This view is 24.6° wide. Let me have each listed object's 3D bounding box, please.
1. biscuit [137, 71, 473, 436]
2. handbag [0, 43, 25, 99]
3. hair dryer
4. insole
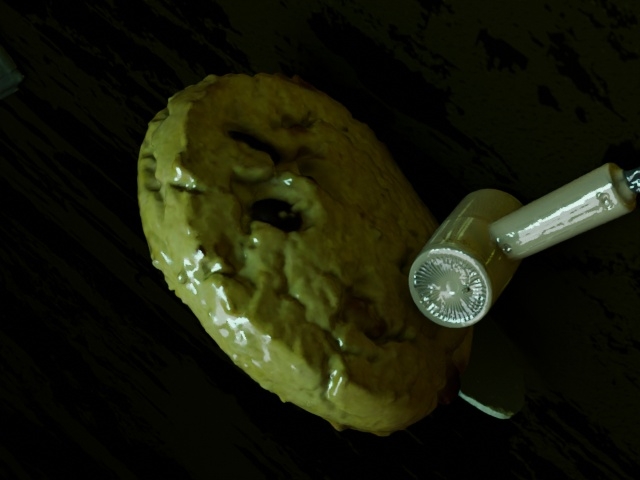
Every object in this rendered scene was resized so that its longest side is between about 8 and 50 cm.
[{"bbox_3d":[0.001,-0.001,1.040,0.296,0.296,0.075,48,125,1],"label":"biscuit"},{"bbox_3d":[-0.434,-0.230,1.520,0.223,0.080,0.247,-10,117,56],"label":"handbag"},{"bbox_3d":[0.153,-0.012,1.004,0.181,0.117,0.064,-26,102,34],"label":"hair dryer"},{"bbox_3d":[0.044,0.025,1.132,0.309,0.110,0.012,39,130,-8],"label":"insole"}]
